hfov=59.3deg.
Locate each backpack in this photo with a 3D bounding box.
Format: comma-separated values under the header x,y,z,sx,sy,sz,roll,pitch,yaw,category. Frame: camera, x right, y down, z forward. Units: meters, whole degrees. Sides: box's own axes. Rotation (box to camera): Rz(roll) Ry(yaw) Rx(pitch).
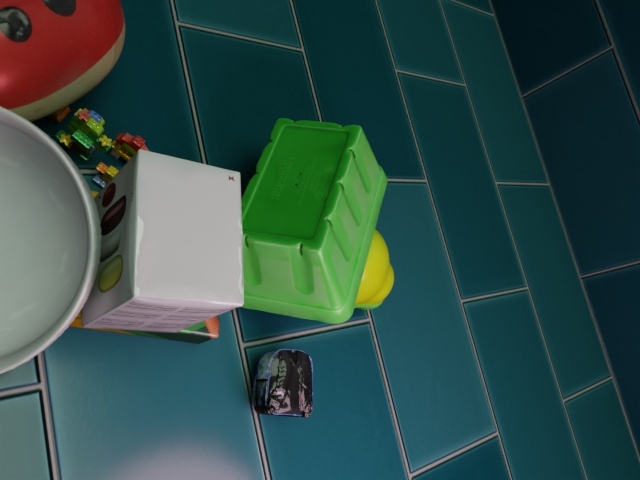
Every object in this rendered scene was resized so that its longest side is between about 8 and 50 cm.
x,y,z,sx,sy,sz,roll,pitch,yaw,category
-0.070,0.252,1.000,0.105,0.084,0.114,17,68,-35,backpack

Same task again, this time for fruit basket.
x,y,z,sx,sy,sz,roll,pitch,yaw,category
0.000,0.000,1.094,0.392,0.283,0.392,9,90,-76,fruit basket

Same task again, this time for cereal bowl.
x,y,z,sx,sy,sz,roll,pitch,yaw,category
-0.445,-0.001,0.711,0.339,0.141,0.339,0,91,-10,cereal bowl

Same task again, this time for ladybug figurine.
x,y,z,sx,sy,sz,roll,pitch,yaw,category
-0.470,-0.325,0.808,0.305,0.162,0.449,37,51,1,ladybug figurine

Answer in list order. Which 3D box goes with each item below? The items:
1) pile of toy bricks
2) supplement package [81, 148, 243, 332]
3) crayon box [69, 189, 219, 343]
x,y,z,sx,sy,sz,roll,pitch,yaw,category
-0.381,-0.173,0.898,0.212,0.105,0.118,39,52,-21,pile of toy bricks
-0.222,0.013,0.780,0.149,0.203,0.194,10,67,-37,supplement package
-0.311,0.042,0.888,0.318,0.081,0.202,15,64,-34,crayon box
